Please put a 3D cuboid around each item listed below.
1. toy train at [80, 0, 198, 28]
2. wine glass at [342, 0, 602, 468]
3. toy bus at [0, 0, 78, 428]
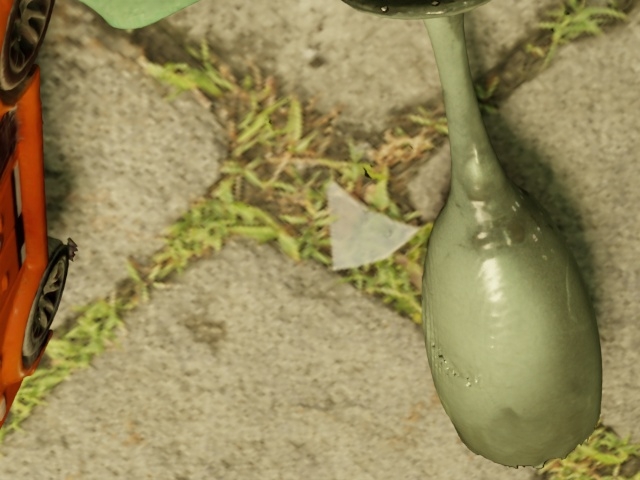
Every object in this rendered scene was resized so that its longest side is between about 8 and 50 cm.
[{"bbox_3d":[-0.069,-0.232,0.593,0.238,0.167,0.299,-23,129,19],"label":"toy train"},{"bbox_3d":[0.000,0.000,0.838,0.264,0.096,0.309,-11,131,5],"label":"wine glass"},{"bbox_3d":[-0.191,-0.010,0.668,0.143,0.153,0.329,19,148,2],"label":"toy bus"}]
